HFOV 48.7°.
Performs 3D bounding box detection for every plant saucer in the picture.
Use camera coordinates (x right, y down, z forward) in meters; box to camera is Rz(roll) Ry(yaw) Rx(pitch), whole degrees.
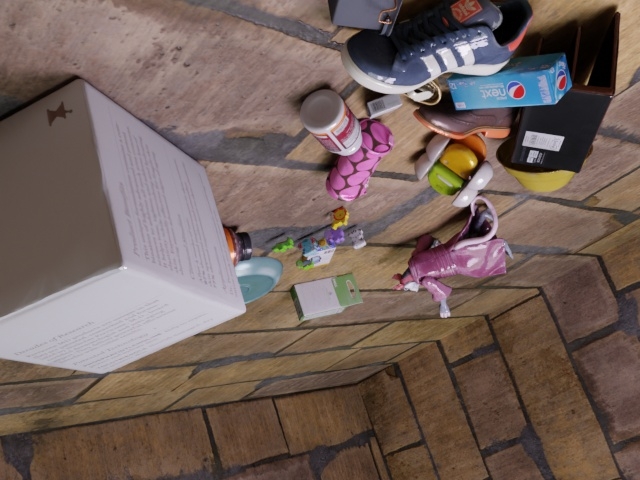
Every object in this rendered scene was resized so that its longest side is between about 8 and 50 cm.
[{"bbox_3d":[-0.255,0.135,2.030,0.318,0.043,0.317,-16,159,-6],"label":"plant saucer"}]

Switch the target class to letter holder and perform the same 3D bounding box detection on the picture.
[{"bbox_3d":[0.502,-0.313,1.461,0.152,0.214,0.302,11,160,12],"label":"letter holder"}]

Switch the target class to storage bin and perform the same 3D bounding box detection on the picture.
[{"bbox_3d":[0.066,-0.362,1.028,0.091,0.098,0.135,-3,156,-11],"label":"storage bin"}]

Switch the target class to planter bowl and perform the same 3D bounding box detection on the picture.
[{"bbox_3d":[0.529,-0.176,1.671,0.217,0.217,0.090,-18,122,-4],"label":"planter bowl"}]

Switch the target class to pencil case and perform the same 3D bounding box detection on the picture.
[{"bbox_3d":[0.087,-0.168,1.513,0.098,0.095,0.209,19,149,-9],"label":"pencil case"}]

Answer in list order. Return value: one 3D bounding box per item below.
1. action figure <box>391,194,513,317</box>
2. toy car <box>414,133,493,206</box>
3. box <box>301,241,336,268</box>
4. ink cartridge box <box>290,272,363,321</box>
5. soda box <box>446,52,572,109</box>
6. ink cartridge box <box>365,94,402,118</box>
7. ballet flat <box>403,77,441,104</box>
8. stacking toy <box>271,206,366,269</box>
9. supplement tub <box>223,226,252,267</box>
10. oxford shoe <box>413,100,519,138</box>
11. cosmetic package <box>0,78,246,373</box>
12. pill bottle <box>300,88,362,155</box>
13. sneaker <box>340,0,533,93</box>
[{"bbox_3d":[0.383,0.067,2.117,0.370,0.248,0.276,-24,157,7],"label":"action figure"},{"bbox_3d":[0.320,-0.180,1.641,0.136,0.159,0.182,-50,174,-29],"label":"toy car"},{"bbox_3d":[-0.006,0.039,2.026,0.081,0.028,0.136,-12,155,-17],"label":"box"},{"bbox_3d":[0.019,0.182,2.280,0.209,0.109,0.062,-11,158,-21],"label":"ink cartridge box"},{"bbox_3d":[0.341,-0.288,1.290,0.210,0.067,0.071,8,-139,45],"label":"soda box"},{"bbox_3d":[0.120,-0.262,1.375,0.063,0.029,0.115,-20,-174,3],"label":"ink cartridge box"},{"bbox_3d":[0.146,-0.297,1.268,0.232,0.073,0.080,5,148,-46],"label":"ballet flat"},{"bbox_3d":[0.000,0.000,1.885,0.221,0.052,0.167,-24,151,13],"label":"stacking toy"},{"bbox_3d":[-0.263,0.024,1.666,0.198,0.106,0.106,-9,157,-27],"label":"supplement tub"},{"bbox_3d":[0.306,-0.274,1.464,0.271,0.097,0.098,-8,137,-37],"label":"oxford shoe"},{"bbox_3d":[-0.386,0.004,1.206,0.327,0.329,0.394,-23,158,13],"label":"cosmetic package"},{"bbox_3d":[0.026,-0.218,1.343,0.086,0.086,0.152,-24,158,13],"label":"pill bottle"},{"bbox_3d":[0.197,-0.339,1.144,0.350,0.131,0.148,-19,163,-29],"label":"sneaker"}]
